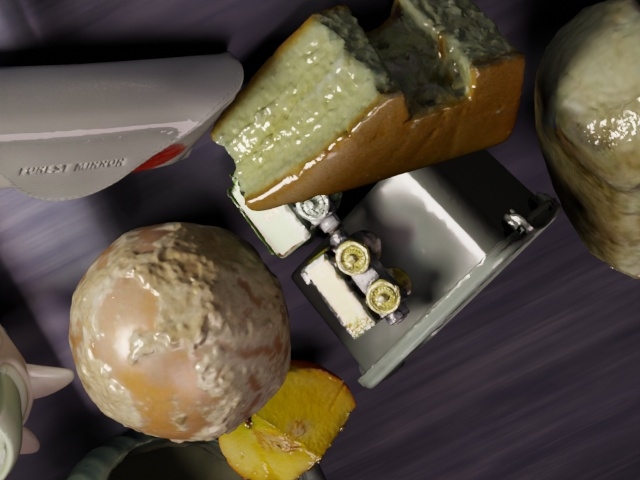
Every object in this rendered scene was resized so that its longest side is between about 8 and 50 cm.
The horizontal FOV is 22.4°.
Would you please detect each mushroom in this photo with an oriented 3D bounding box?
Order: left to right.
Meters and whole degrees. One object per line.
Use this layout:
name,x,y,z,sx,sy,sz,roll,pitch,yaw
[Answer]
mushroom,0.269,-0.078,1.456,0.130,0.247,0.344,-14,162,6

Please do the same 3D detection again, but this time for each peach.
peach,-0.041,0.185,1.754,0.151,0.118,0.151,-1,124,-2

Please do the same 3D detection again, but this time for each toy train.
toy train,0.000,0.000,1.437,0.081,0.202,0.060,-38,177,20

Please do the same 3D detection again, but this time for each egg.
egg,-0.125,0.083,1.466,0.203,0.203,0.245,-27,159,5

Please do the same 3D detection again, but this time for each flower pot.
flower pot,-0.173,0.300,1.757,0.243,0.189,0.157,1,138,-34

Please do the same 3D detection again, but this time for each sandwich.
sandwich,0.035,-0.116,1.325,0.235,0.122,0.128,-21,148,-18

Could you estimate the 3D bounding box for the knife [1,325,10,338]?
knife,-0.379,0.153,1.561,0.244,0.032,0.058,-40,150,31

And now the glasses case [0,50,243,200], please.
glasses case,-0.210,-0.083,1.266,0.308,0.083,0.128,-7,144,-26

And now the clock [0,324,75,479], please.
clock,-0.389,0.157,1.441,0.324,0.109,0.265,5,138,-24

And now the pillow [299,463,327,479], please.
pillow,-0.033,0.265,1.864,0.055,0.136,0.091,-24,168,42

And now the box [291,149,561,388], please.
box,0.093,0.010,1.521,0.243,0.135,0.163,-48,172,33
